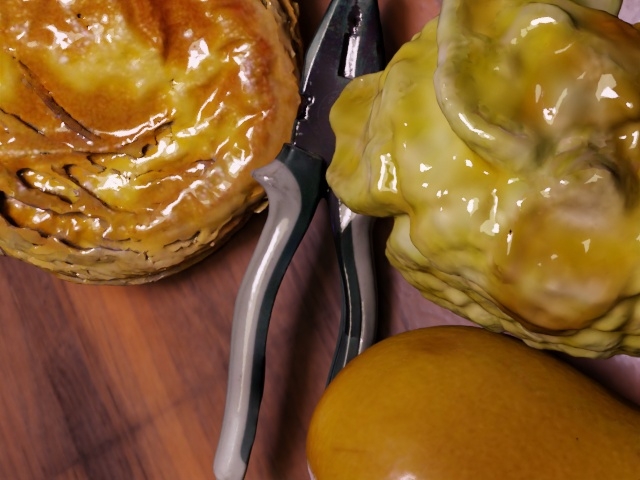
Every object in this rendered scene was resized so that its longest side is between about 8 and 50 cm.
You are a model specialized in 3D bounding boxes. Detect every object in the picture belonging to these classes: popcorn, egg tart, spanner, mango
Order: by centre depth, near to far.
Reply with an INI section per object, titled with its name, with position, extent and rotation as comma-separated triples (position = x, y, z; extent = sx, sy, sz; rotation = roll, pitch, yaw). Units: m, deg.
[popcorn]
position = 0.125, -0.041, 0.607
extent = 0.235, 0.217, 0.181
rotation = 24, 83, -5
[mango]
position = 0.106, 0.147, 0.645
extent = 0.254, 0.139, 0.176
rotation = 27, 71, 23
[spanner]
position = 0.000, 0.000, 0.753
extent = 0.095, 0.040, 0.325
rotation = 7, 96, -11
[egg tart]
position = -0.151, -0.115, 0.793
extent = 0.297, 0.132, 0.297
rotation = -1, 111, -4
